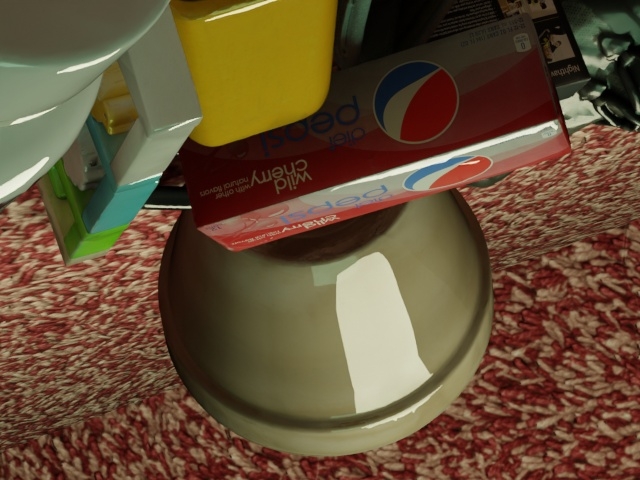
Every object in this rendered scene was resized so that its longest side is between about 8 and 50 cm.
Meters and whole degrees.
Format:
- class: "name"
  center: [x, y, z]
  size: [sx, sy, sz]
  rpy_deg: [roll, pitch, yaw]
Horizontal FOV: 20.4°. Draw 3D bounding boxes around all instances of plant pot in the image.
- class: "plant pot"
  center: [0.000, 0.000, 1.612]
  size: [0.323, 0.323, 0.280]
  rpy_deg: [-19, 154, -6]

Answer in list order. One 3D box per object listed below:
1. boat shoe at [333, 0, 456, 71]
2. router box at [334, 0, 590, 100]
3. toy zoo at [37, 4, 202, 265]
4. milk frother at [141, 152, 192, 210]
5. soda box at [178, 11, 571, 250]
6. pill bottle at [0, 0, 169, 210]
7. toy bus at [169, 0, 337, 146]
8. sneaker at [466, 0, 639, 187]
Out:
- class: "boat shoe"
  center: [0.074, -0.197, 1.168]
  size: [0.118, 0.103, 0.320]
  rpy_deg: [-15, 169, -27]
- class: "router box"
  center: [0.100, -0.155, 1.358]
  size: [0.179, 0.133, 0.046]
  rpy_deg: [-16, 168, -18]
- class: "toy zoo"
  center: [-0.131, -0.115, 0.962]
  size: [0.030, 0.192, 0.293]
  rpy_deg: [-17, 169, -22]
- class: "milk frother"
  center: [-0.143, -0.095, 1.367]
  size: [0.143, 0.129, 0.135]
  rpy_deg: [25, -162, 33]
- class: "soda box"
  center: [0.037, -0.072, 1.250]
  size: [0.263, 0.083, 0.092]
  rpy_deg: [-17, 164, 10]
- class: "pill bottle"
  center: [-0.238, -0.084, 0.834]
  size: [0.224, 0.224, 0.392]
  rpy_deg: [-11, 166, -40]
- class: "toy bus"
  center: [-0.055, -0.151, 1.091]
  size: [0.108, 0.130, 0.332]
  rpy_deg: [-19, 170, -5]
- class: "sneaker"
  center: [0.303, -0.161, 1.451]
  size: [0.483, 0.202, 0.185]
  rpy_deg: [-27, 162, 16]
